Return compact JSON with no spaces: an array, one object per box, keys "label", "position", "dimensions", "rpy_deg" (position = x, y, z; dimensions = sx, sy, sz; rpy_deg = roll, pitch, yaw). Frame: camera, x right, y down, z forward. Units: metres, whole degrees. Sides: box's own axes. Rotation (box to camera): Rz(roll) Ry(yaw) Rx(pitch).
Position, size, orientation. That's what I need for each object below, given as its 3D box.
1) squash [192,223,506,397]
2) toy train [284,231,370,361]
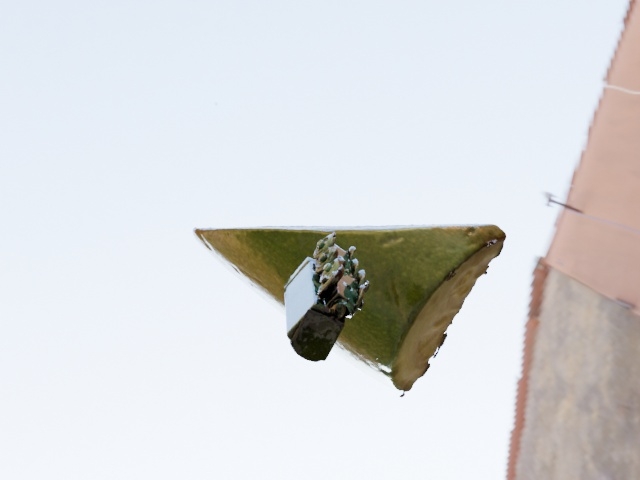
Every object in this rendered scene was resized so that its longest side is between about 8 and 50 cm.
[{"label":"squash","position":[0.000,0.000,1.289],"dimensions":[0.288,0.111,0.203],"rpy_deg":[40,-66,26]},{"label":"toy train","position":[0.003,0.041,1.035],"dimensions":[0.038,0.148,0.071],"rpy_deg":[34,-80,-10]}]
